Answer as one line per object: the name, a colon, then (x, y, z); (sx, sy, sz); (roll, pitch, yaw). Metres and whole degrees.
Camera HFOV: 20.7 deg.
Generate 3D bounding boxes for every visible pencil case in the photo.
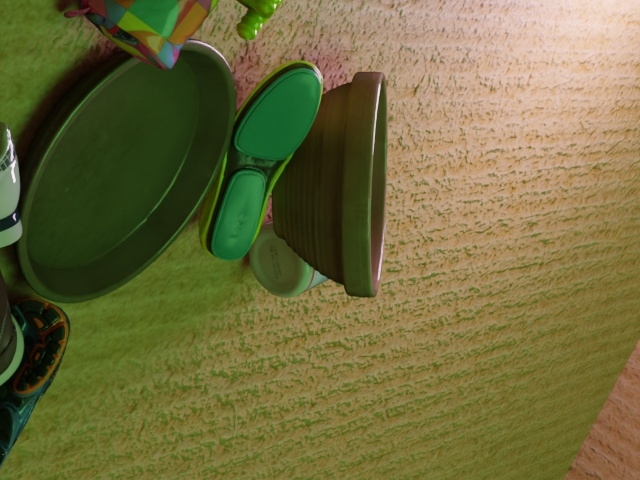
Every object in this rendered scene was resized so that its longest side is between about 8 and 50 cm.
pencil case: (-0.106, -0.253, 1.466); (0.236, 0.104, 0.104); (-54, 155, -5)

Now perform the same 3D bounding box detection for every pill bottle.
pill bottle: (0.000, 0.000, 1.966); (0.160, 0.087, 0.087); (-26, 142, -47)

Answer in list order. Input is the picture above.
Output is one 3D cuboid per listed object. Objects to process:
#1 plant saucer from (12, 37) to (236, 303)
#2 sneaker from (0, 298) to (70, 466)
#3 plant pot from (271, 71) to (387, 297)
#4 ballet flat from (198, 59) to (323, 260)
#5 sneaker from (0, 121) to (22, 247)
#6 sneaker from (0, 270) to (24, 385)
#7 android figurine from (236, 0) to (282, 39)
plant saucer: (-0.184, -0.068, 1.614); (0.278, 0.041, 0.278); (-42, 152, -28)
sneaker: (-0.295, 0.150, 1.635); (0.221, 0.083, 0.087); (-52, 174, 9)
plant pot: (0.010, -0.059, 1.833); (0.237, 0.110, 0.237); (2, 90, -83)
ballet flat: (-0.069, -0.089, 1.754); (0.077, 0.077, 0.231); (14, 114, -24)
sneaker: (-0.330, -0.028, 1.373); (0.235, 0.090, 0.094); (-26, 129, -53)
sneaker: (-0.360, 0.097, 1.447); (0.281, 0.106, 0.162); (-47, 150, -42)
android figurine: (0.007, -0.291, 1.530); (0.273, 0.056, 0.248); (-58, -173, -24)
